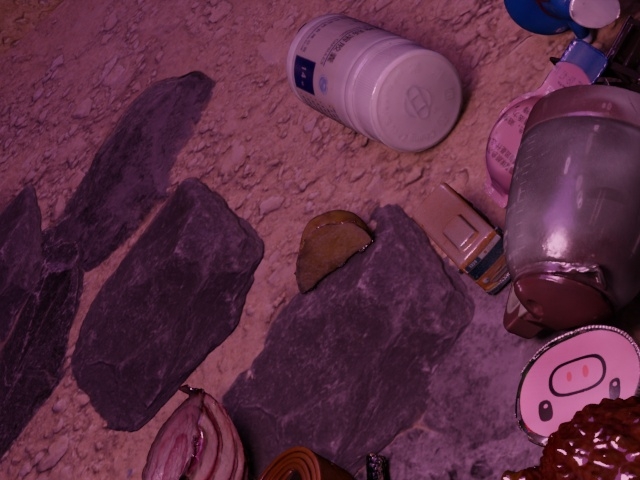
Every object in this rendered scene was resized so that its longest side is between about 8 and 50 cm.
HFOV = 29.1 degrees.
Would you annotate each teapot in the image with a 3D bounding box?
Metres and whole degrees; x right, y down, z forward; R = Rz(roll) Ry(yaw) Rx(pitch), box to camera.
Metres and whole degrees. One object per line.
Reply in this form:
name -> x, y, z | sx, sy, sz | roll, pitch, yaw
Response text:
teapot -> 0.347, -0.010, 1.711 | 0.315, 0.233, 0.312 | 125, 168, -65

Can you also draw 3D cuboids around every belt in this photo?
belt -> -0.038, 0.443, 1.833 | 0.184, 0.105, 0.261 | -14, 48, 43

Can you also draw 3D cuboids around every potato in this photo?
potato -> 0.000, 0.000, 2.169 | 0.172, 0.101, 0.089 | -40, 33, 20

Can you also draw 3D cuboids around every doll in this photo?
doll -> 0.396, -0.419, 2.004 | 0.161, 0.215, 0.257 | -20, 20, -9

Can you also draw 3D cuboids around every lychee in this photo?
lychee -> 0.349, 0.313, 1.383 | 0.304, 0.275, 0.275 | 13, 67, 17

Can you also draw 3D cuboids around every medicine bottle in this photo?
medicine bottle -> 0.093, -0.287, 2.224 | 0.190, 0.190, 0.332 | -53, 36, -2

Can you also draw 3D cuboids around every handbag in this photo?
handbag -> 0.352, 0.205, 1.599 | 0.205, 0.116, 0.179 | -23, 47, 32

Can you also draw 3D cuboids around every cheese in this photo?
cheese -> 0.346, -0.181, 1.926 | 0.286, 0.074, 0.189 | -59, 41, 15

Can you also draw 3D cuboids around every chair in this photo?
chair -> 0.464, -0.291, 1.922 | 0.101, 0.084, 0.212 | -58, 36, -2

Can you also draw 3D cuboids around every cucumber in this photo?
cucumber -> 0.084, 0.370, 1.820 | 0.034, 0.033, 0.134 | 109, 165, -47

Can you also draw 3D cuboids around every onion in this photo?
onion -> -0.218, 0.417, 2.033 | 0.280, 0.146, 0.314 | -49, 28, 49

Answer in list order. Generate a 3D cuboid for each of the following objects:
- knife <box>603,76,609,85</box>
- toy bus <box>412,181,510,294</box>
knife -> 0.441, -0.168, 1.860 | 0.023, 0.010, 0.170 | -22, 65, 45
toy bus -> 0.228, -0.006, 1.917 | 0.091, 0.103, 0.182 | -48, 37, 7
